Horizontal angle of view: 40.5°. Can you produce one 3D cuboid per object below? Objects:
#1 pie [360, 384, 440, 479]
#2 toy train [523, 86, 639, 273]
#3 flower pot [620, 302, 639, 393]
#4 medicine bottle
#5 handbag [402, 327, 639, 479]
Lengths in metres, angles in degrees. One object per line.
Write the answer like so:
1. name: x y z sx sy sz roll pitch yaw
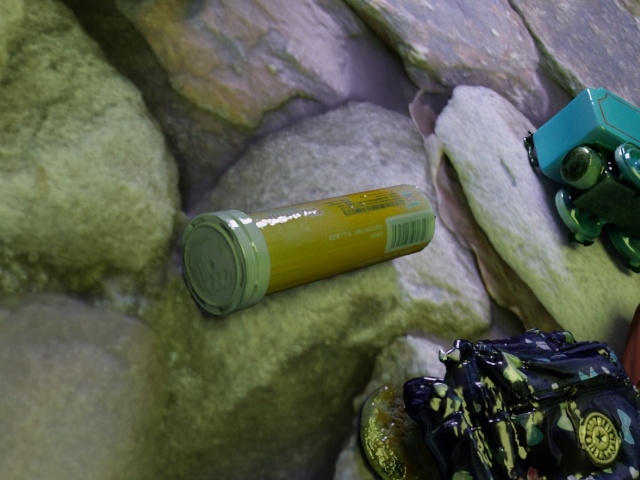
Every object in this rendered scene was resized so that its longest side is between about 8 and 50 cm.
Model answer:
1. pie: 0.063 0.151 0.666 0.085 0.017 0.085 20 52 -28
2. toy train: 0.333 -0.071 0.950 0.203 0.112 0.163 23 46 -29
3. flower pot: 0.379 0.121 0.833 0.190 0.190 0.173 39 35 -12
4. medicine bottle: 0.000 0.000 0.674 0.218 0.074 0.074 -13 72 -44
5. handbag: 0.176 0.153 0.685 0.260 0.113 0.162 1 59 -44
